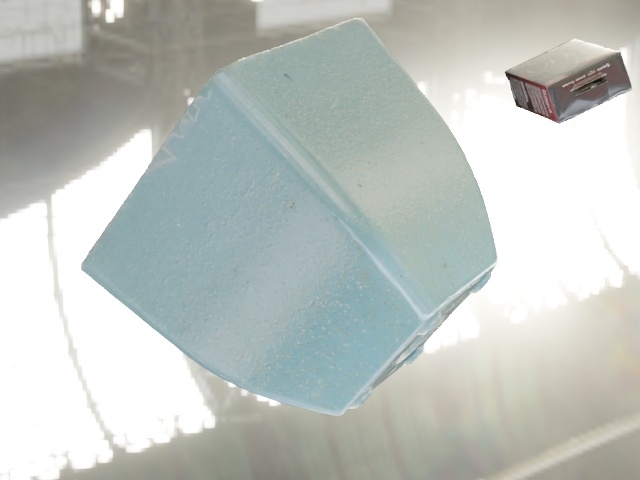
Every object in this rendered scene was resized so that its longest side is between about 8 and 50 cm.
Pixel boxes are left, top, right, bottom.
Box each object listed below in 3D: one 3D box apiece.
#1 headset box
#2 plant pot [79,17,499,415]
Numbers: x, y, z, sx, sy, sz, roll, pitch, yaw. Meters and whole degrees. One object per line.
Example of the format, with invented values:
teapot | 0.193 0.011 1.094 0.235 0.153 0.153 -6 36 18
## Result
headset box | 0.180 -0.115 1.057 0.062 0.032 0.083 -26 -160 -8
plant pot | 0.000 0.000 1.258 0.252 0.247 0.248 46 -146 9
